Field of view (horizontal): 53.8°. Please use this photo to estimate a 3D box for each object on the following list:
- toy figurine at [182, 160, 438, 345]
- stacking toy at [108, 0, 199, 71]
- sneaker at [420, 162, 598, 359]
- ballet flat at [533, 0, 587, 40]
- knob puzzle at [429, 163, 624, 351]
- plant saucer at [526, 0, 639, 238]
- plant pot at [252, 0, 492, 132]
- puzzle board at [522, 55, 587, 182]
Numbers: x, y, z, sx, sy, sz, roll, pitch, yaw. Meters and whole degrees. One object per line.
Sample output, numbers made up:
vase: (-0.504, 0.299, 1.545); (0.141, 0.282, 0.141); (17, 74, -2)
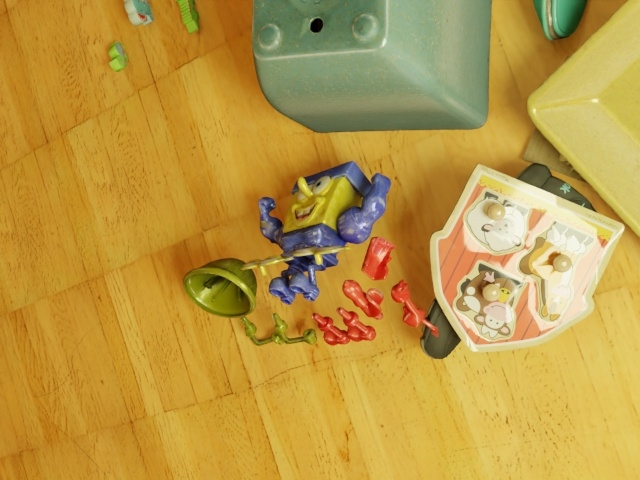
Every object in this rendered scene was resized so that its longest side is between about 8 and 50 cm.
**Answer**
toy figurine: (0.000, 0.000, 0.834); (0.362, 0.191, 0.217); (-15, 45, 47)
stacking toy: (-0.289, -0.391, 0.965); (0.167, 0.052, 0.221); (-20, 86, 25)
sneaker: (0.214, 0.044, 0.740); (0.106, 0.101, 0.267); (36, 108, 16)
ballet flat: (0.266, -0.348, 0.708); (0.087, 0.083, 0.247); (20, 103, 47)
knob puzzle: (0.209, 0.038, 0.688); (0.213, 0.030, 0.213); (1, 98, 8)
plant saucer: (0.423, -0.123, 0.585); (0.333, 0.081, 0.333); (50, 138, 9)
plant pot: (0.048, -0.258, 0.710); (0.247, 0.252, 0.248); (3, 96, 24)
puzzle board: (0.307, -0.138, 0.733); (0.096, 0.011, 0.128); (26, 103, 22)
